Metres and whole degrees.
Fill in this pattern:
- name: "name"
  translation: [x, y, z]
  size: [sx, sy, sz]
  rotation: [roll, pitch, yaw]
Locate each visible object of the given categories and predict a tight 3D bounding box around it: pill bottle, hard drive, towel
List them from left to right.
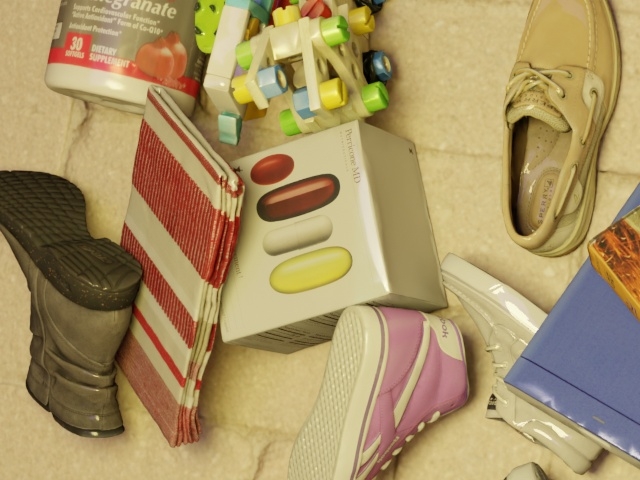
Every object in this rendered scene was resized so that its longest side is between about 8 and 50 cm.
- name: "pill bottle"
  translation: [-0.198, -0.309, 2.090]
  size: [0.176, 0.176, 0.319]
  rotation: [11, 88, 28]
- name: "towel"
  translation: [-0.163, 0.027, 1.985]
  size: [0.237, 0.037, 0.329]
  rotation: [48, 133, 51]
- name: "hard drive"
  translation: [0.353, 0.063, 1.778]
  size: [0.210, 0.040, 0.319]
  rotation: [30, 77, 27]

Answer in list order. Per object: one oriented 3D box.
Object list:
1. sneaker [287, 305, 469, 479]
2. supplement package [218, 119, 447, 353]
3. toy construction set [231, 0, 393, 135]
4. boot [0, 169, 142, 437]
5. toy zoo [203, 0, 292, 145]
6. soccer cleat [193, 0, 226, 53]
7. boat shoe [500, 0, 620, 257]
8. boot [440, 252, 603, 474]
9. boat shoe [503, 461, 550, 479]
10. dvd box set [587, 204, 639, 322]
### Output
- name: "sneaker"
  translation: [0.070, 0.202, 1.910]
  size: [0.102, 0.161, 0.282]
  rotation: [54, 131, 49]
- name: "supplement package"
  translation: [0.000, 0.000, 1.961]
  size: [0.203, 0.149, 0.194]
  rotation: [-18, 75, 24]
- name: "toy construction set"
  translation: [0.002, -0.251, 1.945]
  size: [0.151, 0.215, 0.328]
  rotation: [-1, 67, 30]
- name: "boot"
  translation: [-0.319, 0.071, 2.122]
  size: [0.338, 0.118, 0.223]
  rotation: [48, 135, 51]
- name: "toy zoo"
  translation: [-0.069, -0.249, 2.009]
  size: [0.030, 0.192, 0.293]
  rotation: [14, 89, 11]
- name: "soccer cleat"
  translation: [-0.094, -0.289, 2.035]
  size: [0.060, 0.072, 0.179]
  rotation: [8, 83, 33]
- name: "boat shoe"
  translation: [0.239, -0.137, 1.889]
  size: [0.109, 0.098, 0.302]
  rotation: [5, 85, 27]
- name: "boot"
  translation: [0.198, 0.127, 1.871]
  size: [0.258, 0.095, 0.123]
  rotation: [37, 93, 25]
- name: "boat shoe"
  translation: [0.222, 0.391, 1.805]
  size: [0.119, 0.121, 0.335]
  rotation: [-21, 76, 18]
- name: "dvd box set"
  translation: [0.486, 0.075, 1.669]
  size: [0.307, 0.062, 0.420]
  rotation: [-34, 60, -1]
